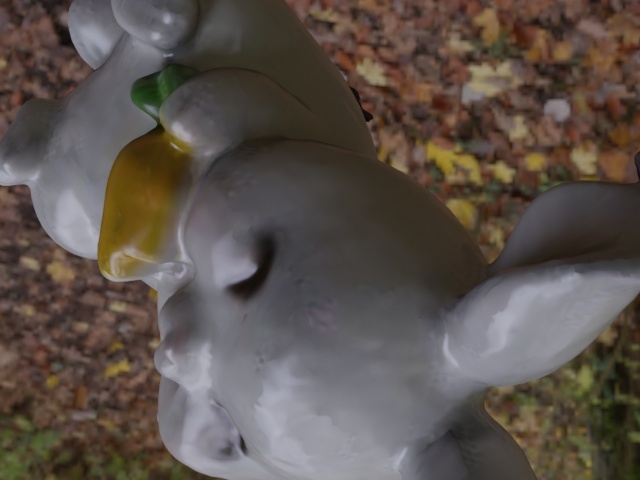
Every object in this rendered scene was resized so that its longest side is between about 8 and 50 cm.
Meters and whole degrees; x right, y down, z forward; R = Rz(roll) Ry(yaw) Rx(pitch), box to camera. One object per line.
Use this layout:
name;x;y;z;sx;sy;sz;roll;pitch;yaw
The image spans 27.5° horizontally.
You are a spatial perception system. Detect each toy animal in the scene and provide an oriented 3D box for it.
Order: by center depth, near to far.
toy animal;-0.005;0.004;0.544;0.325;0.208;0.154;23;-168;35
